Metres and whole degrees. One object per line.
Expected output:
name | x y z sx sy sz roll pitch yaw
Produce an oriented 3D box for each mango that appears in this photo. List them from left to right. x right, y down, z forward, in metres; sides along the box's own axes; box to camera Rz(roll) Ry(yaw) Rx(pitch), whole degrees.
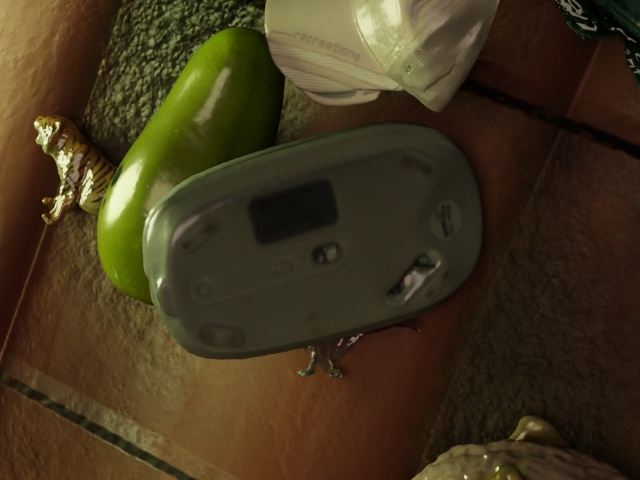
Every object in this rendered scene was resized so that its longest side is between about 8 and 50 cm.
mango | -0.121 -0.072 1.243 0.143 0.175 0.293 26 98 9

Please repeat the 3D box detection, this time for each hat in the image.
hat | 0.061 -0.241 1.150 0.226 0.164 0.220 13 60 7

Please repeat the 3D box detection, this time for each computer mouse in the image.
computer mouse | -0.002 -0.001 1.182 0.330 0.095 0.197 -13 105 -11

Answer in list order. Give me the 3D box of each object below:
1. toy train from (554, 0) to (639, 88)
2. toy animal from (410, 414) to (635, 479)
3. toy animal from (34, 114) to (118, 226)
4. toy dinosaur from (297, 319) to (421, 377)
toy train | 0.336 -0.202 1.089 0.330 0.138 0.178 43 101 14
toy animal | 0.210 0.300 1.118 0.358 0.188 0.227 20 104 19
toy animal | -0.238 -0.040 1.352 0.241 0.057 0.099 40 104 16
toy dinosaur | -0.001 0.084 1.278 0.220 0.032 0.108 4 95 23
